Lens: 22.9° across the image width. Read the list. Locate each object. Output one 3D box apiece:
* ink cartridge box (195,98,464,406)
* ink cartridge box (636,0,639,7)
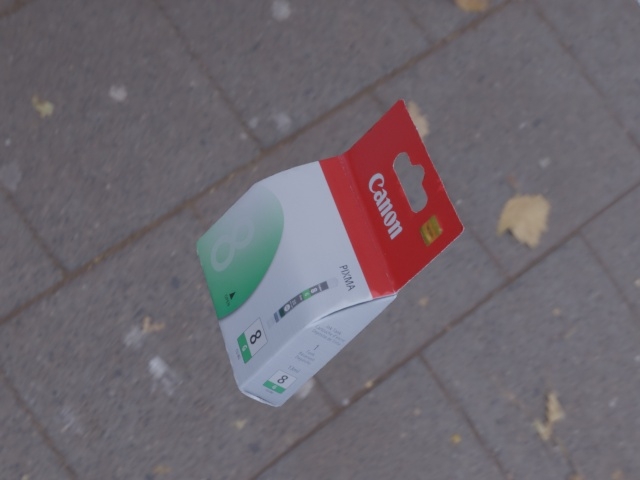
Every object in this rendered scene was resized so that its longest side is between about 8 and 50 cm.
[{"bbox_3d":[0.000,0.000,1.304,0.056,0.225,0.181,26,29,-36],"label":"ink cartridge box"},{"bbox_3d":[0.078,-0.089,0.380,0.115,0.029,0.063,52,24,-31],"label":"ink cartridge box"}]
